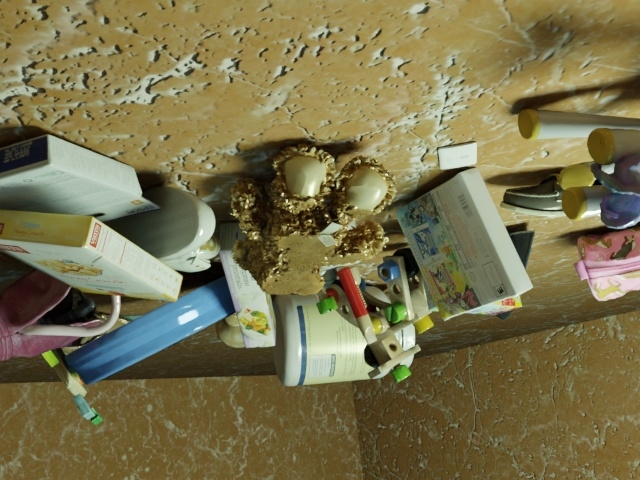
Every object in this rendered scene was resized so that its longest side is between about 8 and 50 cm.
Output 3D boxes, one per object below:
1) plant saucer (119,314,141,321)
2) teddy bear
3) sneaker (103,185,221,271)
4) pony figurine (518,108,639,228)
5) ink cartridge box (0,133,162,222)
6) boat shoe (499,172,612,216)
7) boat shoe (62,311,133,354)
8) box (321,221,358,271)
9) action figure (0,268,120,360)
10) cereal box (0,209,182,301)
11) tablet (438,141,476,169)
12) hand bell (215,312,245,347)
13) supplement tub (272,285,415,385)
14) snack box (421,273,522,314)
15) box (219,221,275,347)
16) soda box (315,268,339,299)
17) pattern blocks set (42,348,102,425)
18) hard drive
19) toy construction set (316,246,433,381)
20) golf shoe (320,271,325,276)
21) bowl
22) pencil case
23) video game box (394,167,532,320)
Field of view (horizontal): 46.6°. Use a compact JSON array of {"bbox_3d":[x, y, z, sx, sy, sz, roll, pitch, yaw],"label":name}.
[{"bbox_3d":[-0.570,0.215,1.955,0.192,0.018,0.067,0,163,-18],"label":"plant saucer"},{"bbox_3d":[-0.018,-0.036,1.099,0.245,0.113,0.338,-4,151,-4],"label":"teddy bear"},{"bbox_3d":[-0.209,-0.013,1.141,0.169,0.108,0.293,6,170,-41],"label":"sneaker"},{"bbox_3d":[0.459,-0.106,0.842,0.364,0.302,0.351,-8,-163,-7],"label":"pony figurine"},{"bbox_3d":[-0.362,-0.065,0.977,0.223,0.045,0.224,-11,165,20],"label":"ink cartridge box"},{"bbox_3d":[0.400,-0.079,1.203,0.228,0.068,0.081,-1,-161,-12],"label":"boat shoe"},{"bbox_3d":[-0.567,0.233,1.824,0.341,0.121,0.110,8,158,-38],"label":"boat shoe"},{"bbox_3d":[0.000,0.000,1.277,0.102,0.087,0.101,-16,162,26],"label":"box"},{"bbox_3d":[-0.548,0.169,1.261,0.370,0.248,0.276,-23,-156,-36],"label":"action figure"},{"bbox_3d":[-0.321,0.025,1.017,0.173,0.047,0.240,4,161,20],"label":"cereal box"},{"bbox_3d":[0.199,-0.121,1.074,0.054,0.006,0.083,-9,165,9],"label":"tablet"},{"bbox_3d":[-0.205,0.158,1.791,0.126,0.126,0.242,-6,152,-3],"label":"hand bell"},{"bbox_3d":[0.051,0.236,1.868,0.325,0.235,0.235,-3,164,-12],"label":"supplement tub"},{"bbox_3d":[0.273,0.045,1.386,0.207,0.174,0.070,9,155,-42],"label":"snack box"},{"bbox_3d":[-0.130,0.091,1.373,0.063,0.067,0.324,-5,141,1],"label":"box"},{"bbox_3d":[0.010,0.087,1.649,0.063,0.058,0.183,-8,165,6],"label":"soda box"},{"bbox_3d":[-0.548,0.241,1.549,0.026,0.324,0.285,-33,173,-17],"label":"pattern blocks set"},{"bbox_3d":[0.397,0.074,1.573,0.054,0.171,0.254,15,170,11],"label":"hard drive"},{"bbox_3d":[0.126,0.156,1.423,0.258,0.237,0.309,-25,172,23],"label":"toy construction set"},{"bbox_3d":[-0.063,0.021,1.414,0.176,0.069,0.086,1,137,-23],"label":"golf shoe"},{"bbox_3d":[-0.324,0.180,1.527,0.391,0.077,0.391,-27,179,0],"label":"bowl"},{"bbox_3d":[0.726,0.019,1.512,0.386,0.160,0.167,-16,137,34],"label":"pencil case"},{"bbox_3d":[0.223,0.011,1.191,0.048,0.205,0.187,-20,174,-34],"label":"video game box"}]
